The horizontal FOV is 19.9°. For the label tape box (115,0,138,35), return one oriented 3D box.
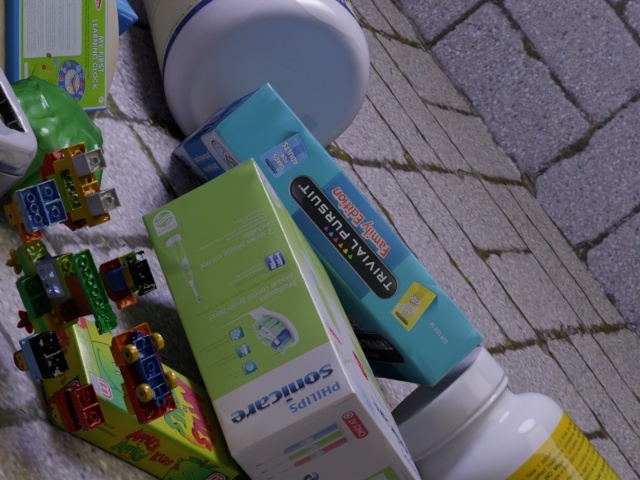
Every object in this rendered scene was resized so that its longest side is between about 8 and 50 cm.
[{"bbox_3d":[-0.352,-0.341,1.823,0.334,0.106,0.240,59,19,23],"label":"label tape box"}]

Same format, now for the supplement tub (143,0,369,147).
[{"bbox_3d":[-0.084,-0.264,2.145,0.235,0.235,0.325,40,21,-35],"label":"supplement tub"}]

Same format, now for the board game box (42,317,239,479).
[{"bbox_3d":[-0.148,0.134,1.475,0.181,0.043,0.092,36,22,-43],"label":"board game box"}]

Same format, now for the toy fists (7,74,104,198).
[{"bbox_3d":[-0.297,-0.126,1.548,0.279,0.096,0.142,46,8,-12],"label":"toy fists"}]

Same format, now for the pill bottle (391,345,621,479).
[{"bbox_3d":[0.218,0.280,1.883,0.334,0.188,0.188,51,16,-3],"label":"pill bottle"}]

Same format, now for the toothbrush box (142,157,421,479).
[{"bbox_3d":[-0.033,0.103,1.634,0.206,0.122,0.283,57,8,-51],"label":"toothbrush box"}]

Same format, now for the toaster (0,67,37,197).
[{"bbox_3d":[-0.307,-0.081,1.327,0.129,0.146,0.227,20,35,-59],"label":"toaster"}]

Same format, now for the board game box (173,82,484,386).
[{"bbox_3d":[0.000,0.000,1.909,0.336,0.079,0.254,50,-11,-7],"label":"board game box"}]

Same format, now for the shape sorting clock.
[{"bbox_3d":[-0.253,-0.189,1.701,0.206,0.040,0.206,-16,109,-54],"label":"shape sorting clock"}]

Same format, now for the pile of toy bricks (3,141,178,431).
[{"bbox_3d":[-0.195,0.044,1.364,0.118,0.105,0.212,-23,97,-39],"label":"pile of toy bricks"}]
